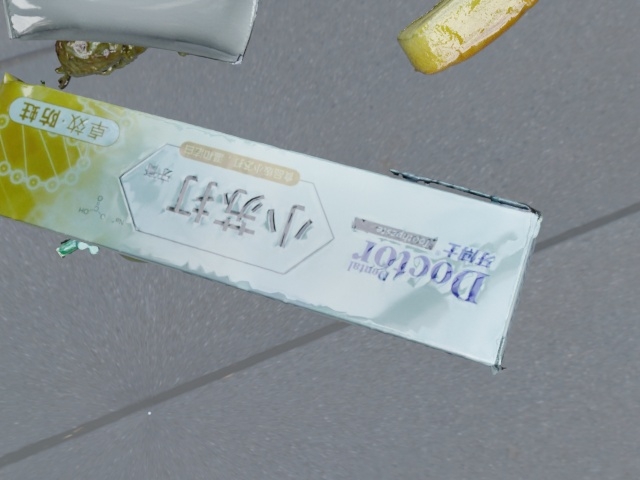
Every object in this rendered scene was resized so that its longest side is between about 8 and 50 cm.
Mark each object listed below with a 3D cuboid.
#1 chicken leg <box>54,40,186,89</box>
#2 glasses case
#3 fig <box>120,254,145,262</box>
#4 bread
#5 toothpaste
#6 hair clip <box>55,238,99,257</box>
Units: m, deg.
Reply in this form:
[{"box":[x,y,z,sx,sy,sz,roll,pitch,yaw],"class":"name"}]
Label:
[{"box":[-0.362,-0.419,1.850,0.361,0.211,0.140,-33,94,-43],"class":"chicken leg"},{"box":[-0.213,-0.271,1.048,0.308,0.083,0.128,0,95,-34],"class":"glasses case"},{"box":[-0.317,-0.046,1.780,0.181,0.181,0.191,40,99,-1],"class":"fig"},{"box":[0.231,-0.347,1.431,0.245,0.102,0.094,-38,114,6],"class":"bread"},{"box":[-0.041,-0.012,0.520,0.313,0.071,0.089,16,81,14],"class":"toothpaste"},{"box":[-0.301,-0.020,1.362,0.173,0.049,0.049,-30,86,2],"class":"hair clip"}]
